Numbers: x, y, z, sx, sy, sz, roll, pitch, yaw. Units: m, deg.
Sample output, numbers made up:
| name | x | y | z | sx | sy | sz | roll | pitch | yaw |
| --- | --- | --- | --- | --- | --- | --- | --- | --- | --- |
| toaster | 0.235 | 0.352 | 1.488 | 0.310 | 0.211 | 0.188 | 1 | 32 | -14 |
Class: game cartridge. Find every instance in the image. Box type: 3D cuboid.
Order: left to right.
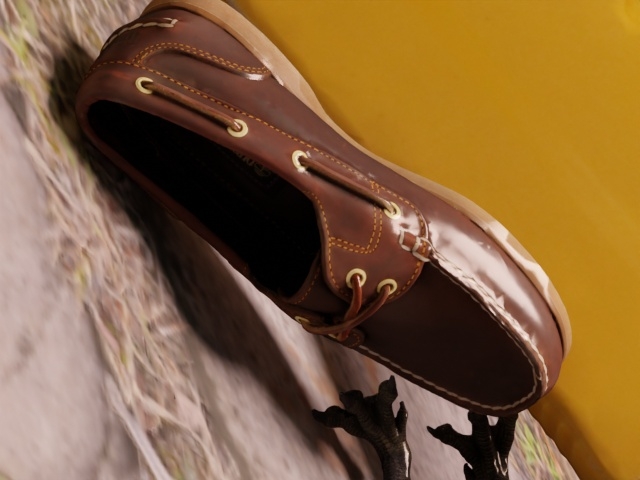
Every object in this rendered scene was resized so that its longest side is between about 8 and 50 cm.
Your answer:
| name | x | y | z | sx | sy | sz | roll | pitch | yaw |
| --- | --- | --- | --- | --- | --- | --- | --- | --- | --- |
| game cartridge | 0.140 | -0.088 | 0.771 | 0.323 | 0.285 | 0.052 | 54 | -10 | 22 |

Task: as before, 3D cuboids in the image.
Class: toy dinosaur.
| name | x | y | z | sx | sy | sz | roll | pitch | yaw |
| --- | --- | --- | --- | --- | --- | --- | --- | --- | --- |
| toy dinosaur | 0.056 | 0.117 | 0.691 | 0.268 | 0.064 | 0.118 | 40 | 30 | -62 |

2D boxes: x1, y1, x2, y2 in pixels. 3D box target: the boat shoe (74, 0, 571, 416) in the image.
| name | x | y | z | sx | sy | sz | roll | pitch | yaw |
| --- | --- | --- | --- | --- | --- | --- | --- | --- | --- |
| boat shoe | 0.000 | 0.000 | 0.642 | 0.207 | 0.073 | 0.073 | 38 | 37 | -7 |
